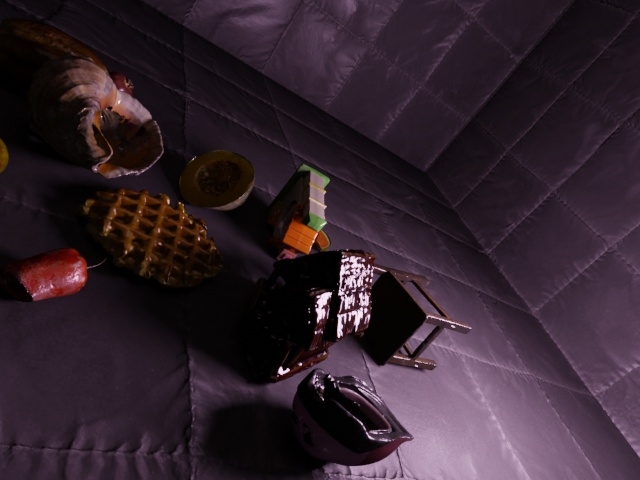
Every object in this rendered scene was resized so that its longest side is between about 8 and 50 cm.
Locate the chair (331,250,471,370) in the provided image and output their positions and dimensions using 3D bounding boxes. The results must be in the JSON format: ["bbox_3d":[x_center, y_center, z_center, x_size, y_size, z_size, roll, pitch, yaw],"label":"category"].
[{"bbox_3d":[0.183,0.206,1.333,0.416,0.203,0.240,16,31,-39],"label":"chair"}]

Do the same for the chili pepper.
[{"bbox_3d":[-0.460,0.056,0.842,0.086,0.084,0.192,59,32,3],"label":"chili pepper"}]

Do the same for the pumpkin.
[{"bbox_3d":[-0.289,-0.159,1.390,0.217,0.217,0.110,54,-10,29],"label":"pumpkin"}]

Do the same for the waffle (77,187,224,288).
[{"bbox_3d":[-0.377,-0.016,1.095,0.325,0.068,0.302,48,26,16],"label":"waffle"}]

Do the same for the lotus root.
[{"bbox_3d":[-0.707,-0.455,1.274,0.291,0.193,0.193,22,29,-20],"label":"lotus root"}]

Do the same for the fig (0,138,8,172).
[{"bbox_3d":[-0.667,-0.167,0.886,0.153,0.121,0.135,24,61,-71],"label":"fig"}]

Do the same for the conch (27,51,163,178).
[{"bbox_3d":[-0.545,-0.264,1.149,0.297,0.210,0.352,12,56,-47],"label":"conch"}]

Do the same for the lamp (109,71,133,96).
[{"bbox_3d":[-0.639,-0.482,1.499,0.101,0.090,0.101,159,-90,-89],"label":"lamp"}]

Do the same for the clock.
[{"bbox_3d":[-0.074,-0.069,1.439,0.106,0.220,0.255,27,35,-22],"label":"clock"}]

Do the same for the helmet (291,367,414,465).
[{"bbox_3d":[0.045,0.364,0.938,0.253,0.154,0.198,44,-2,-35],"label":"helmet"}]

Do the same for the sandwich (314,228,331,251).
[{"bbox_3d":[0.002,0.002,1.630,0.067,0.029,0.135,22,30,-21],"label":"sandwich"}]

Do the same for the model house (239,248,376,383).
[{"bbox_3d":[-0.030,0.114,1.091,0.317,0.282,0.297,1,45,-54],"label":"model house"}]
